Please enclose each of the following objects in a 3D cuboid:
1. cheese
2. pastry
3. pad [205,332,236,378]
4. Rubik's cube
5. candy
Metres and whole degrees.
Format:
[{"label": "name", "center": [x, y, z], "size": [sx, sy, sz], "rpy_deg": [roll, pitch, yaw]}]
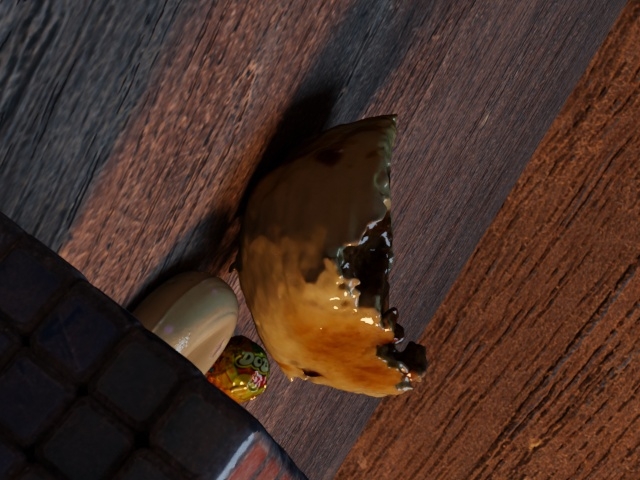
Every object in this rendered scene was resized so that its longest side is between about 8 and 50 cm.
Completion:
[{"label": "cheese", "center": [-0.150, 0.104, 1.284], "size": [0.227, 0.064, 0.137], "rpy_deg": [-34, 154, -58]}, {"label": "pastry", "center": [0.002, 0.010, 1.385], "size": [0.256, 0.170, 0.237], "rpy_deg": [76, 9, -59]}, {"label": "pad", "center": [-0.180, 0.226, 1.617], "size": [0.286, 0.018, 0.284], "rpy_deg": [-51, 168, -15]}, {"label": "Rubik's cube", "center": [-0.172, 0.155, 0.893], "size": [0.237, 0.237, 0.238], "rpy_deg": [-52, 163, -12]}, {"label": "candy", "center": [-0.129, 0.154, 1.426], "size": [0.201, 0.060, 0.060], "rpy_deg": [-32, 179, 25]}]
